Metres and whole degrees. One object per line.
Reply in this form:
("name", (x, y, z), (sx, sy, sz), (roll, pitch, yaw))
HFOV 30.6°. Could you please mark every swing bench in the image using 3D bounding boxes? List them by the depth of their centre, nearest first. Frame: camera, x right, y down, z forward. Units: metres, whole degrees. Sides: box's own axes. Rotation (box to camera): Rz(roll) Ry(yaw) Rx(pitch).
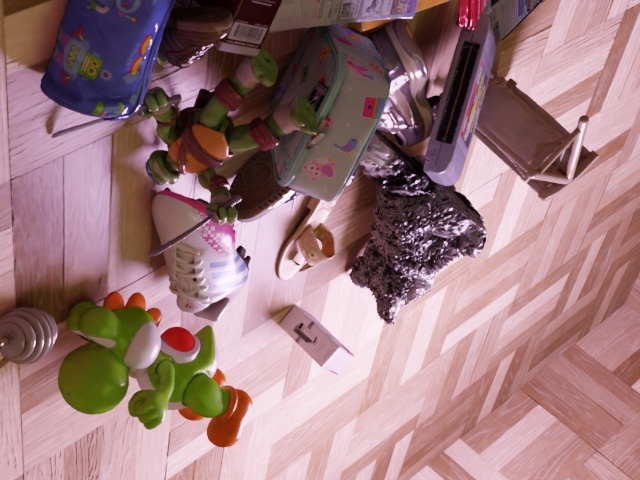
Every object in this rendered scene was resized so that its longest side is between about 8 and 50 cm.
("swing bench", (0.395, -0.223, 2.304), (0.165, 0.253, 0.254), (-45, 159, 2))

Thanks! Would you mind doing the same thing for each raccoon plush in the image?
("raccoon plush", (0.111, -0.033, 2.295), (0.299, 0.216, 0.446), (-43, 127, 14))

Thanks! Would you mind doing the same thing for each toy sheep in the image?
("toy sheep", (-0.425, 0.138, 1.671), (0.091, 0.091, 0.132), (-59, 171, 17))

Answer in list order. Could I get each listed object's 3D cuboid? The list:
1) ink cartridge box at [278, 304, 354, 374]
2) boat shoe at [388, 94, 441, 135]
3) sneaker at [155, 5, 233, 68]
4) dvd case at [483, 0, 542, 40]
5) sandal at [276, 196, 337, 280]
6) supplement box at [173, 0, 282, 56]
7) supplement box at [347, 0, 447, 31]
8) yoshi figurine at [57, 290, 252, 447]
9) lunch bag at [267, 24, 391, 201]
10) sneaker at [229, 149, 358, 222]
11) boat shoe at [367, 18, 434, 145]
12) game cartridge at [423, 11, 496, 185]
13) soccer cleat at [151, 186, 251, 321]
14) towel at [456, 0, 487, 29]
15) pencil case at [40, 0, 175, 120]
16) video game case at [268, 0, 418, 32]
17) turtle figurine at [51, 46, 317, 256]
("ink cartridge box", (-0.008, 0.202, 2.368), (0.056, 0.135, 0.099), (-49, 154, 2))
("boat shoe", (0.177, -0.235, 2.207), (0.133, 0.049, 0.042), (-28, 119, -26))
("sneaker", (-0.161, -0.252, 1.466), (0.066, 0.188, 0.071), (-25, 113, -28))
("dvd case", (0.366, -0.466, 2.230), (0.253, 0.022, 0.180), (-45, 155, -12))
("sandal", (-0.004, 0.001, 2.176), (0.088, 0.079, 0.240), (-14, 136, -51))
("supplement box", (-0.092, -0.371, 1.484), (0.073, 0.130, 0.239), (2, 123, -47))
("supplement box", (0.123, -0.404, 1.857), (0.233, 0.080, 0.078), (-29, 144, -41))
("yoshi figurine", (-0.288, 0.231, 1.876), (0.203, 0.203, 0.362), (-25, 138, 25))
("lunch bag", (0.001, -0.192, 1.736), (0.107, 0.279, 0.224), (24, 113, -18))
("sneaker", (-0.034, -0.110, 1.962), (0.282, 0.099, 0.153), (-47, 152, -14))
("boat shoe", (0.110, -0.258, 2.006), (0.130, 0.132, 0.355), (-22, 156, 0))
("game cartridge", (0.255, -0.249, 2.108), (0.196, 0.060, 0.294), (21, 85, -81))
("soccer cleat", (-0.194, 0.036, 1.851), (0.143, 0.116, 0.331), (-65, 159, -15))
("towel", (0.287, -0.508, 1.947), (0.199, 0.031, 0.275), (81, 32, -56))
("pencil case", (-0.227, -0.285, 1.387), (0.119, 0.133, 0.306), (-23, 144, -59))
("video game case", (0.043, -0.429, 1.623), (0.244, 0.061, 0.270), (-10, 135, -26))
("turtle figurine", (-0.154, -0.123, 1.581), (0.266, 0.198, 0.274), (-32, 169, 24))
